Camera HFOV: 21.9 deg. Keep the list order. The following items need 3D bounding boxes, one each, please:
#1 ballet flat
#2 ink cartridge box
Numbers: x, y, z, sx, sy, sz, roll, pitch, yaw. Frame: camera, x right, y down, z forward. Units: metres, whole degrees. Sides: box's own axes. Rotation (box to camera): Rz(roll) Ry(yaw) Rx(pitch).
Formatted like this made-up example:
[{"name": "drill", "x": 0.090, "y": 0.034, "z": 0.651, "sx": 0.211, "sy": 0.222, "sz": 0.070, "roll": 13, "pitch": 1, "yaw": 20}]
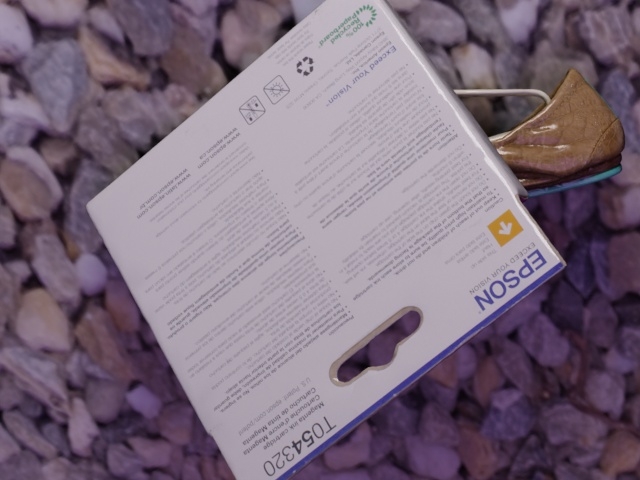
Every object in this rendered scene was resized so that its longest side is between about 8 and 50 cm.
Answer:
[{"name": "ballet flat", "x": 0.095, "y": -0.064, "z": 1.458, "sx": 0.342, "sy": 0.116, "sz": 0.124, "roll": -20, "pitch": 95, "yaw": 5}, {"name": "ink cartridge box", "x": 0.000, "y": 0.000, "z": 1.377, "sx": 0.324, "sy": 0.330, "sz": 0.071, "roll": -38, "pitch": 153, "yaw": 13}]
